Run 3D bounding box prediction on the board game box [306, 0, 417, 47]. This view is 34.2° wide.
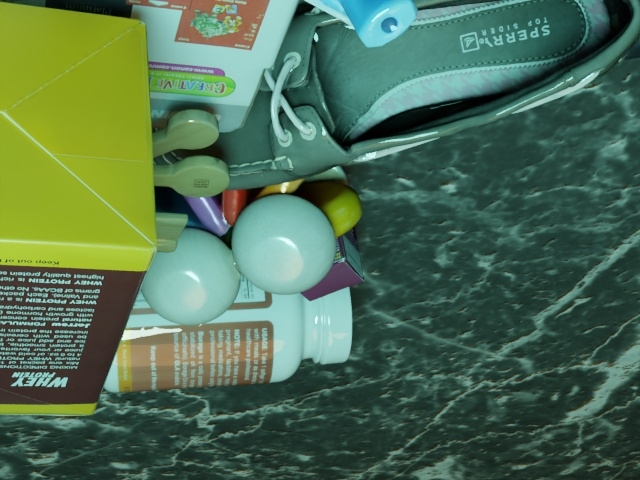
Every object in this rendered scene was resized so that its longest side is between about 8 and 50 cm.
[{"bbox_3d":[-0.020,-0.285,0.294,0.390,0.050,0.390,23,121,-29],"label":"board game box"}]

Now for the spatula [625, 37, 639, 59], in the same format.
[{"bbox_3d":[0.340,-0.160,0.766,0.296,0.030,0.084,-7,148,-4],"label":"spatula"}]

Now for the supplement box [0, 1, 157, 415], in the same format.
[{"bbox_3d":[-0.194,-0.008,0.511,0.191,0.129,0.194,3,149,-19],"label":"supplement box"}]

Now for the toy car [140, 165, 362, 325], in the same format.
[{"bbox_3d":[-0.067,-0.031,0.783,0.182,0.159,0.136,-18,111,14],"label":"toy car"}]

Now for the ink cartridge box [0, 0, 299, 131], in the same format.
[{"bbox_3d":[-0.159,-0.188,0.514,0.309,0.130,0.272,4,149,-18],"label":"ink cartridge box"}]

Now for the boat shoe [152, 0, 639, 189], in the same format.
[{"bbox_3d":[0.044,-0.113,0.674,0.335,0.112,0.095,-15,-177,-2],"label":"boat shoe"}]

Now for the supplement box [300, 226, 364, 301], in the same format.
[{"bbox_3d":[0.000,0.000,0.874,0.055,0.083,0.043,-20,144,18],"label":"supplement box"}]

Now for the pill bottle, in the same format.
[{"bbox_3d":[-0.086,0.069,0.922,0.216,0.121,0.121,-2,145,-10],"label":"pill bottle"}]

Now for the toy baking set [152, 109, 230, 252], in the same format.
[{"bbox_3d":[-0.171,-0.050,0.608,0.256,0.030,0.197,19,142,-38],"label":"toy baking set"}]
